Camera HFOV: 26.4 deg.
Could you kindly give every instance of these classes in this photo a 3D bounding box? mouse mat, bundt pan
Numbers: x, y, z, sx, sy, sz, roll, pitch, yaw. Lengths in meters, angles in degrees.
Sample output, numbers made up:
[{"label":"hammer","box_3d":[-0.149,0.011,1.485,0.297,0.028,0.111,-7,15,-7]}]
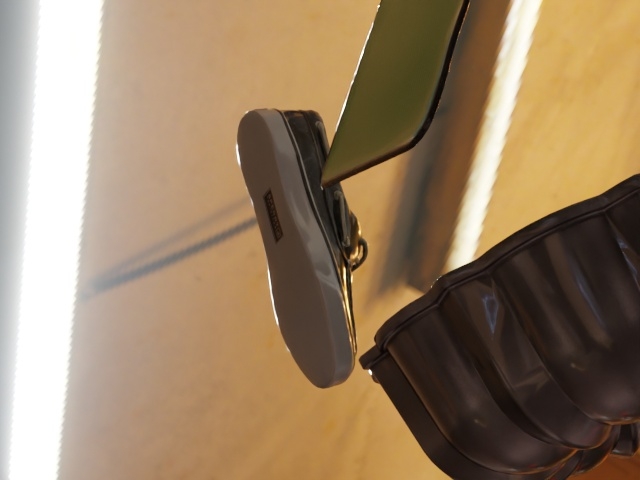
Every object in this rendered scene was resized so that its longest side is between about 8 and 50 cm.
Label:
[{"label":"mouse mat","box_3d":[0.053,-0.124,0.752,0.152,0.007,0.190,-19,49,69]},{"label":"bundt pan","box_3d":[0.201,0.070,0.905,0.330,0.124,0.331,-22,-18,-8]}]

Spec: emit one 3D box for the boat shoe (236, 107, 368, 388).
[{"label":"boat shoe","box_3d":[0.000,0.000,1.019,0.070,0.219,0.078,-6,-16,-30]}]
